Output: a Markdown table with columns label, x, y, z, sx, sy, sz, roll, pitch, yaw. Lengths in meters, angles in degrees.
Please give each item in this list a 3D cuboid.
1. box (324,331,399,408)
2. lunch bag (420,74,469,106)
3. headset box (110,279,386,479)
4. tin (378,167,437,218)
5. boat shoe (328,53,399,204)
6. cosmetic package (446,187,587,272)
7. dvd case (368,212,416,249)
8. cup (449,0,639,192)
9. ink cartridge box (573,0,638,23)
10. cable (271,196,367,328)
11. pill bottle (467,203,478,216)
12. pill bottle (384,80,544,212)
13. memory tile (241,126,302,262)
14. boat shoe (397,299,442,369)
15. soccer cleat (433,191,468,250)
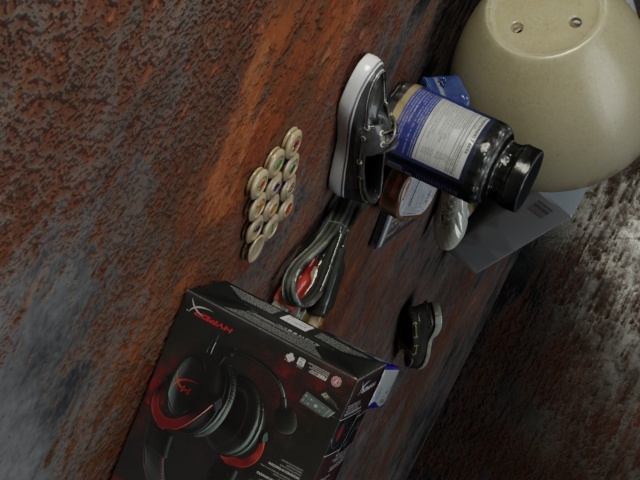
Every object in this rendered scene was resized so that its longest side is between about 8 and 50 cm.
| label | x | y | z | sx | sy | sz | roll | pitch | yaw |
| --- | --- | --- | --- | --- | --- | --- | --- | --- | --- |
| box | 0.039 | 0.197 | 1.928 | 0.072 | 0.137 | 0.126 | -64 | 165 | 1 |
| lunch bag | 0.173 | -0.196 | 1.840 | 0.098 | 0.065 | 0.067 | 98 | -21 | -45 |
| headset box | -0.090 | 0.224 | 1.387 | 0.293 | 0.218 | 0.110 | -66 | 164 | 12 |
| tin | 0.145 | -0.086 | 1.951 | 0.189 | 0.040 | 0.106 | -6 | 117 | -68 |
| boat shoe | 0.064 | -0.131 | 1.581 | 0.080 | 0.076 | 0.228 | -49 | 160 | -43 |
| cosmetic package | 0.433 | -0.114 | 2.550 | 0.284 | 0.097 | 0.377 | -58 | -171 | -27 |
| dvd case | 0.151 | -0.086 | 2.064 | 0.221 | 0.018 | 0.165 | -33 | 146 | -61 |
| cup | 0.337 | -0.271 | 1.840 | 0.331 | 0.331 | 0.237 | -59 | 156 | -17 |
| ink cartridge box | 0.485 | -0.360 | 2.213 | 0.226 | 0.131 | 0.306 | -36 | 108 | -61 |
| cable | 0.000 | 0.000 | 1.687 | 0.139 | 0.072 | 0.287 | 39 | 65 | -58 |
| pill bottle | 0.288 | -0.072 | 2.499 | 0.083 | 0.043 | 0.043 | -43 | 155 | -53 |
| pill bottle | 0.190 | -0.125 | 1.738 | 0.123 | 0.219 | 0.123 | -56 | 163 | -27 |
| memory tile | -0.056 | -0.050 | 1.439 | 0.113 | 0.012 | 0.148 | -52 | 162 | -36 |
| boat shoe | 0.194 | 0.197 | 2.599 | 0.228 | 0.068 | 0.081 | 102 | -20 | -54 |
| soccer cleat | 0.246 | -0.075 | 2.328 | 0.076 | 0.068 | 0.196 | -15 | 123 | -64 |
